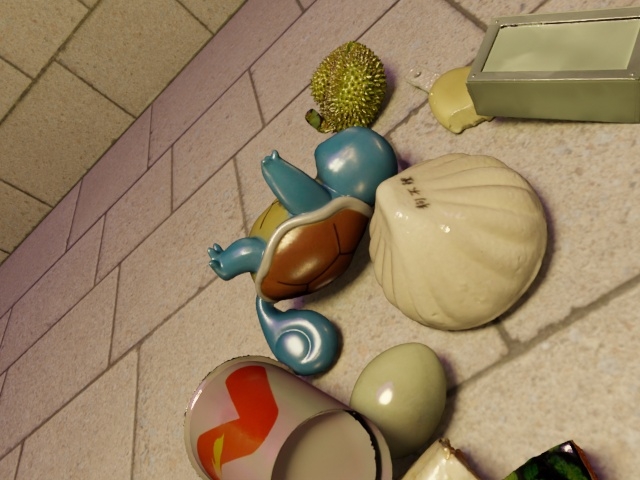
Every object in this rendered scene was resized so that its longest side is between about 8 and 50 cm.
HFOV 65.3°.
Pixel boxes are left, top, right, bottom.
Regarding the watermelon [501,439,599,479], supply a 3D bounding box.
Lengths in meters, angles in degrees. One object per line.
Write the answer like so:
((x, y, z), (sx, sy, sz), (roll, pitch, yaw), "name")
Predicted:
((0.237, 0.243, 0.504), (0.094, 0.125, 0.135), (-42, 7, -35), "watermelon")

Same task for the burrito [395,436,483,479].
((0.070, 0.352, 0.541), (0.105, 0.143, 0.299), (41, 93, 16), "burrito")

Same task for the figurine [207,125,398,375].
((-0.037, -0.004, 0.831), (0.242, 0.298, 0.417), (18, 87, 25), "figurine")

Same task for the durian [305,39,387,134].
((0.066, -0.312, 1.043), (0.159, 0.146, 0.199), (-13, 68, 40), "durian")

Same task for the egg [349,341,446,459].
((0.099, 0.200, 0.633), (0.114, 0.114, 0.152), (18, 71, 51), "egg")

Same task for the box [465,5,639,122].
((0.341, -0.250, 0.710), (0.225, 0.086, 0.130), (13, 71, 36), "box")

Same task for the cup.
((-0.047, 0.249, 0.609), (0.288, 0.202, 0.203), (-17, 47, 64), "cup")

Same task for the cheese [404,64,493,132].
((0.229, -0.276, 0.916), (0.127, 0.050, 0.255), (-49, 37, 6), "cheese")

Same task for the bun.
((0.150, -0.021, 0.684), (0.263, 0.175, 0.263), (-31, 45, 37), "bun")
